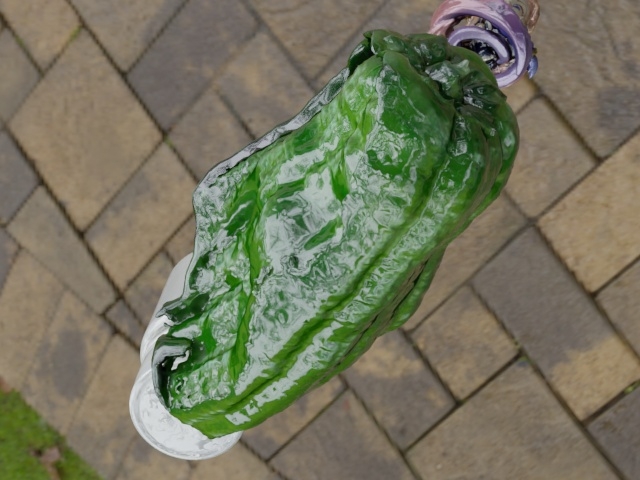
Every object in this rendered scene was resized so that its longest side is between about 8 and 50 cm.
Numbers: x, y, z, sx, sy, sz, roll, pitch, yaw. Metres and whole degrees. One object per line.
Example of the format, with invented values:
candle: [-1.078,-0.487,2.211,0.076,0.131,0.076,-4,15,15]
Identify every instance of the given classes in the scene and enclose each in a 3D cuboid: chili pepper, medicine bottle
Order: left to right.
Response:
medicine bottle: [-0.117,0.113,1.218,0.139,0.237,0.139,2,115,3]
chili pepper: [0.008,0.001,0.932,0.385,0.167,0.213,-47,29,31]

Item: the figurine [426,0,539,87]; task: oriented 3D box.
figurine: [0.183,-0.226,1.275,0.126,0.157,0.114,20,119,6]
